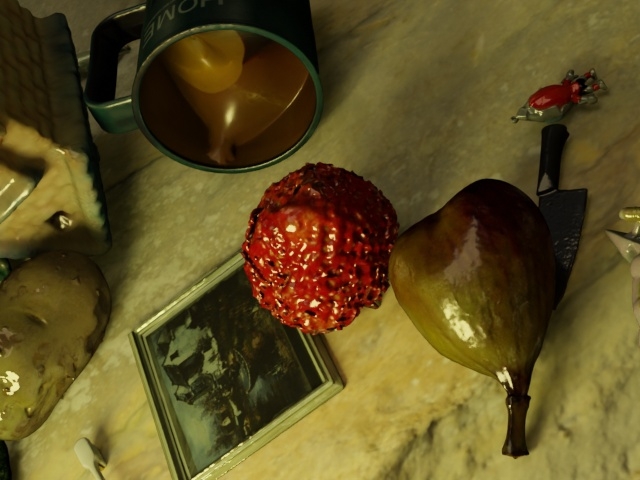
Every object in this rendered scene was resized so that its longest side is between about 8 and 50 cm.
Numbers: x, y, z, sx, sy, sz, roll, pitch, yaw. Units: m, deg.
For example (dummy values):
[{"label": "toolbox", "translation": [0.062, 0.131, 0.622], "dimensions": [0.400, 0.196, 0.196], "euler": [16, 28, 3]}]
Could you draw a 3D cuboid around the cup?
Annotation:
[{"label": "cup", "translation": [-0.145, -0.260, 1.549], "dimensions": [0.308, 0.242, 0.292], "euler": [-39, 36, 32]}]

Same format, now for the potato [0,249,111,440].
[{"label": "potato", "translation": [-0.367, 0.130, 1.445], "dimensions": [0.164, 0.165, 0.262], "euler": [-2, 48, 36]}]

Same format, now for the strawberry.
[{"label": "strawberry", "translation": [0.000, 0.000, 1.237], "dimensions": [0.186, 0.201, 0.184], "euler": [-23, 68, -1]}]

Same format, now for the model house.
[{"label": "model house", "translation": [-0.495, -0.082, 1.574], "dimensions": [0.445, 0.400, 0.395], "euler": [-41, 48, 19]}]

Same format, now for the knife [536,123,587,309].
[{"label": "knife", "translation": [0.252, -0.028, 1.195], "dimensions": [0.060, 0.028, 0.231], "euler": [-7, 55, 30]}]

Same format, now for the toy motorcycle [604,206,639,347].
[{"label": "toy motorcycle", "translation": [0.339, 0.039, 1.033], "dimensions": [0.152, 0.073, 0.225], "euler": [-41, 42, 5]}]

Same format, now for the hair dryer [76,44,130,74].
[{"label": "hair dryer", "translation": [-0.421, -0.260, 1.896], "dimensions": [0.237, 0.075, 0.206], "euler": [-26, 50, 7]}]

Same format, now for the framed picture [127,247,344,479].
[{"label": "framed picture", "translation": [-0.114, 0.136, 1.339], "dimensions": [0.232, 0.019, 0.296], "euler": [-37, 41, 6]}]

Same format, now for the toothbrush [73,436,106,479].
[{"label": "toothbrush", "translation": [-0.205, 0.325, 1.238], "dimensions": [0.025, 0.030, 0.342], "euler": [-44, 41, -2]}]

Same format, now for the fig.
[{"label": "fig", "translation": [0.160, 0.077, 1.104], "dimensions": [0.170, 0.145, 0.274], "euler": [-28, 59, 29]}]

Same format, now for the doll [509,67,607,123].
[{"label": "doll", "translation": [0.266, -0.159, 1.283], "dimensions": [0.114, 0.039, 0.057], "euler": [-26, 72, 3]}]

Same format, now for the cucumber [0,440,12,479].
[{"label": "cucumber", "translation": [-0.400, 0.341, 1.346], "dimensions": [0.074, 0.074, 0.241], "euler": [-33, 43, 10]}]
